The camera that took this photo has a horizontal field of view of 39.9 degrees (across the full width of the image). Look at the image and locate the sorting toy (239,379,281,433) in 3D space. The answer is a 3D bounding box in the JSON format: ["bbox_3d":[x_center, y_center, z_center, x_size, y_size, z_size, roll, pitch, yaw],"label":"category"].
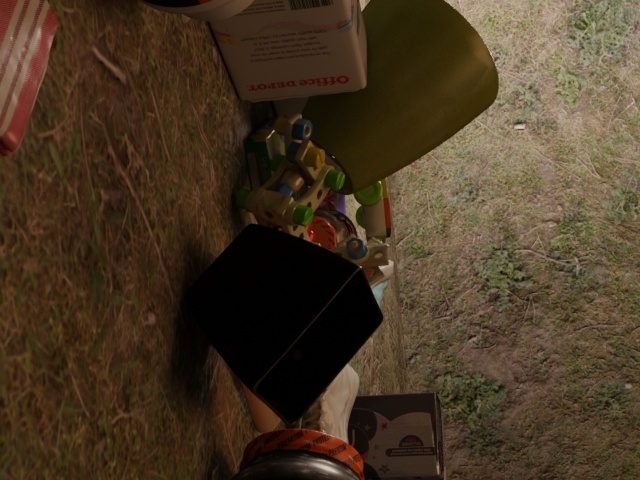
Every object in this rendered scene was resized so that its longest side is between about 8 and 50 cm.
[{"bbox_3d":[-0.037,0.166,1.315,0.208,0.038,0.193,-47,145,-32],"label":"sorting toy"}]

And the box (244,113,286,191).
[{"bbox_3d":[-0.080,-0.142,1.469,0.179,0.043,0.105,-61,146,-65],"label":"box"}]

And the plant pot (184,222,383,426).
[{"bbox_3d":[-0.055,0.090,1.093,0.187,0.167,0.188,-49,156,-11],"label":"plant pot"}]

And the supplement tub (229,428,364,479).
[{"bbox_3d":[-0.038,0.414,1.060,0.338,0.207,0.207,-82,164,-44],"label":"supplement tub"}]

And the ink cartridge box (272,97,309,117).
[{"bbox_3d":[-0.030,-0.334,1.598,0.273,0.114,0.197,70,20,-52],"label":"ink cartridge box"}]

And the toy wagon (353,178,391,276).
[{"bbox_3d":[0.098,-0.090,1.749,0.267,0.068,0.344,69,14,-80],"label":"toy wagon"}]

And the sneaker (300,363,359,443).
[{"bbox_3d":[-0.019,0.296,1.523,0.169,0.108,0.292,58,30,-37],"label":"sneaker"}]

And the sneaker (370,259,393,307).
[{"bbox_3d":[0.078,0.133,1.994,0.366,0.135,0.150,-32,125,-68],"label":"sneaker"}]

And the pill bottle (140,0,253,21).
[{"bbox_3d":[-0.149,-0.336,0.831,0.323,0.182,0.181,47,40,-72],"label":"pill bottle"}]

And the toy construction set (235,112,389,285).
[{"bbox_3d":[-0.019,-0.017,1.377,0.327,0.151,0.215,54,53,-43],"label":"toy construction set"}]

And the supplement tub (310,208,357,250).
[{"bbox_3d":[0.000,0.000,1.629,0.190,0.117,0.117,-12,98,-79],"label":"supplement tub"}]

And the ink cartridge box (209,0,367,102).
[{"bbox_3d":[-0.051,-0.340,1.269,0.278,0.201,0.117,70,20,-55],"label":"ink cartridge box"}]

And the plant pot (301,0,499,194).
[{"bbox_3d":[0.096,-0.223,1.464,0.293,0.275,0.274,-47,150,-16],"label":"plant pot"}]

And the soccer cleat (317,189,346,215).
[{"bbox_3d":[0.012,-0.109,1.839,0.095,0.083,0.248,-49,137,-68],"label":"soccer cleat"}]

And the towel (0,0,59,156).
[{"bbox_3d":[-0.257,-0.174,0.635,0.197,0.029,0.144,67,22,-53],"label":"towel"}]

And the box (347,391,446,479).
[{"bbox_3d":[0.113,0.391,1.718,0.142,0.247,0.163,57,31,-64],"label":"box"}]
